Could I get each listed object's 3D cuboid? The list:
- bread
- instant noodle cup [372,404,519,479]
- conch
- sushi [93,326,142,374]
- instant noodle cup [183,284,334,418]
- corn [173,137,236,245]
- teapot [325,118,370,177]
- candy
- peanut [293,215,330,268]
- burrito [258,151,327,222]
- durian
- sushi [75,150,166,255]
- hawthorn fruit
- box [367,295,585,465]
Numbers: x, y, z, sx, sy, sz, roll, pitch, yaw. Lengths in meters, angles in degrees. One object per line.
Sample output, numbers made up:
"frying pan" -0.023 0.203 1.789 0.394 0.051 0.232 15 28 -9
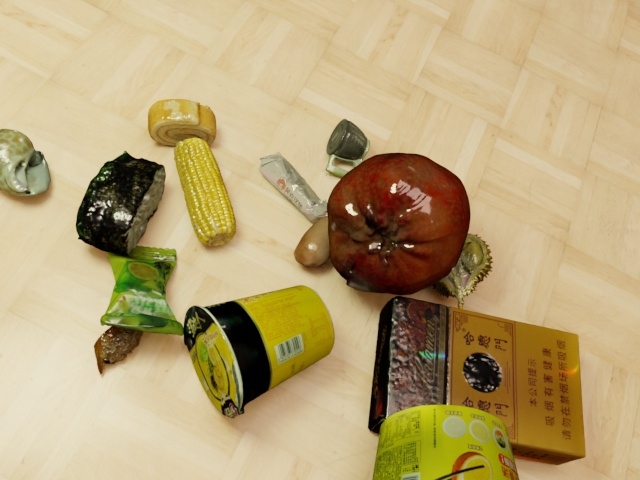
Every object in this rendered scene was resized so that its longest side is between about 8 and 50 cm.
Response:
"bread" -0.301 -0.253 1.478 0.149 0.122 0.073 0 66 -14
"instant noodle cup" 0.219 0.436 1.166 0.311 0.311 0.221 12 52 -8
"conch" -0.621 -0.156 1.357 0.173 0.106 0.116 56 42 -4
"sushi" -0.376 0.192 1.264 0.055 0.052 0.120 35 54 22
"instant noodle cup" -0.106 0.187 1.260 0.236 0.215 0.215 -18 68 -30
"corn" -0.246 -0.104 1.429 0.093 0.093 0.244 -12 67 -20
"teapot" 0.064 -0.213 1.588 0.091 0.124 0.092 24 16 -19
"candy" -0.343 0.093 1.301 0.149 0.069 0.246 8 40 -20
"peanut" 0.000 0.000 1.449 0.076 0.076 0.152 36 56 6
"burrito" -0.056 -0.118 1.508 0.064 0.064 0.203 -37 75 -28
"durian" 0.308 0.071 1.457 0.102 0.146 0.208 50 30 -34
"sushi" -0.398 -0.078 1.347 0.127 0.124 0.225 17 47 -1
"hawthorn fruit" 0.159 -0.043 1.386 0.308 0.308 0.325 18 18 -5
"box" 0.311 0.283 1.356 0.415 0.116 0.264 14 61 -8
